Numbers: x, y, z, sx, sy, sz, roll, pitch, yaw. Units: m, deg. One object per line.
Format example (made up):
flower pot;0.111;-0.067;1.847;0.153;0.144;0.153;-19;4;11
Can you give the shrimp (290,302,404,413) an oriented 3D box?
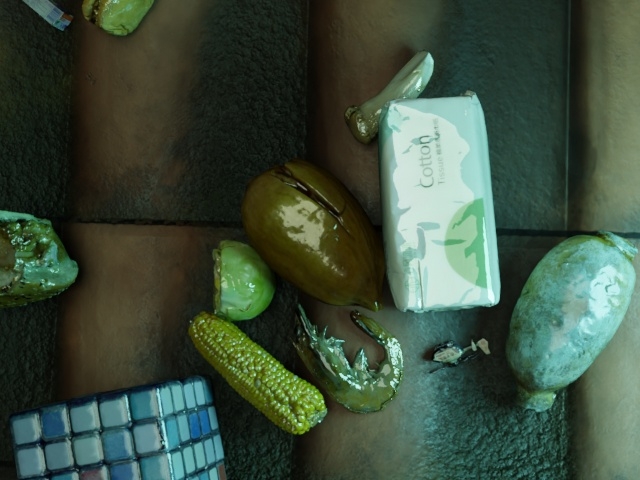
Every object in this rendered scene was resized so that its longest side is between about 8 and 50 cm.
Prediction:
shrimp;0.055;0.206;1.695;0.173;0.058;0.253;-32;84;-1

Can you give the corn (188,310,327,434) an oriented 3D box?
corn;-0.128;0.248;1.705;0.313;0.102;0.102;35;93;14

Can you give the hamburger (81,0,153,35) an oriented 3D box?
hamburger;-0.394;-0.473;1.784;0.083;0.138;0.147;43;102;15

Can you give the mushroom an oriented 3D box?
mushroom;0.134;-0.271;1.705;0.209;0.084;0.071;-43;121;0

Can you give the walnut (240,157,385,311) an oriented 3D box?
walnut;0.000;0.000;1.643;0.209;0.209;0.336;-41;83;6

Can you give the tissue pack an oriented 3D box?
tissue pack;0.201;-0.056;1.573;0.193;0.266;0.357;-5;85;6

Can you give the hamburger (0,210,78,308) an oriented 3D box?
hamburger;-0.603;0.041;1.777;0.288;0.192;0.168;-16;76;35

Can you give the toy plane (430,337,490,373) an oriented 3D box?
toy plane;0.250;0.206;1.666;0.120;0.031;0.049;-23;87;11

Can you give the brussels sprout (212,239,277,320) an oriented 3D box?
brussels sprout;-0.141;0.073;1.699;0.122;0.149;0.152;-1;106;-13

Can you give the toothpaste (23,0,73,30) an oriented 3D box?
toothpaste;-0.599;-0.510;1.873;0.196;0.047;0.040;40;98;11

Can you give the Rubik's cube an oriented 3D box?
Rubik's cube;-0.349;0.411;1.639;0.286;0.293;0.292;-12;86;10

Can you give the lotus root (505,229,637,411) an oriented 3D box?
lotus root;0.422;0.136;1.571;0.175;0.175;0.350;27;92;12
